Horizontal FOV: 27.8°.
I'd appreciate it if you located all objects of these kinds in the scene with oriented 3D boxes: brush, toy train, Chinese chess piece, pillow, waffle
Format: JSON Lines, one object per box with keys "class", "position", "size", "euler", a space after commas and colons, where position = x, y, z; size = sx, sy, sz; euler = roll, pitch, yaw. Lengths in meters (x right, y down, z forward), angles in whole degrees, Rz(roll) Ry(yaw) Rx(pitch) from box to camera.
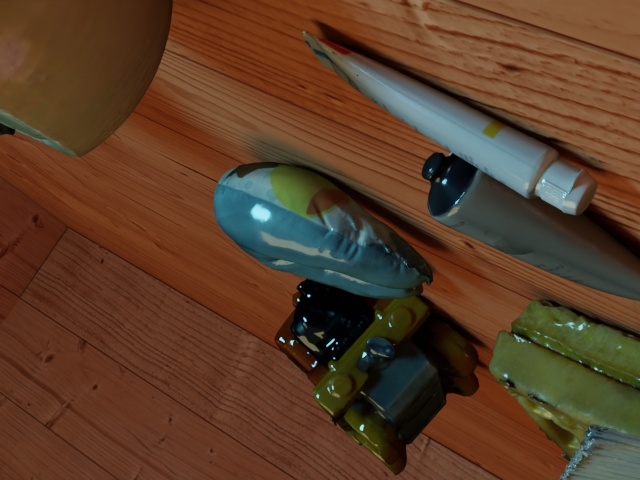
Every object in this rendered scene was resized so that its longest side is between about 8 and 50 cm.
{"class": "brush", "position": [0.325, 0.182, 0.887], "size": [0.314, 0.017, 0.090], "euler": [13, 143, 0]}
{"class": "toy train", "position": [0.055, 0.142, 1.525], "size": [0.232, 0.163, 0.369], "euler": [39, 173, 15]}
{"class": "Chinese chess piece", "position": [-0.247, -0.176, 0.753], "size": [0.338, 0.140, 0.338], "euler": [26, 178, 1]}
{"class": "pillow", "position": [0.000, 0.000, 1.169], "size": [0.214, 0.086, 0.233], "euler": [27, 172, 5]}
{"class": "waffle", "position": [0.299, 0.180, 1.053], "size": [0.224, 0.098, 0.328], "euler": [20, 160, 51]}

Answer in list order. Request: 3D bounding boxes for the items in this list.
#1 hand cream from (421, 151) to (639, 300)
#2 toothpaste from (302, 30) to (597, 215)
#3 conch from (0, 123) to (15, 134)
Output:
{"class": "hand cream", "position": [0.139, -0.003, 0.783], "size": [0.186, 0.054, 0.087], "euler": [29, 177, -20]}
{"class": "toothpaste", "position": [0.070, -0.068, 0.730], "size": [0.190, 0.031, 0.048], "euler": [32, 175, 25]}
{"class": "conch", "position": [-0.390, -0.167, 1.138], "size": [0.313, 0.186, 0.240], "euler": [1, 110, 36]}
